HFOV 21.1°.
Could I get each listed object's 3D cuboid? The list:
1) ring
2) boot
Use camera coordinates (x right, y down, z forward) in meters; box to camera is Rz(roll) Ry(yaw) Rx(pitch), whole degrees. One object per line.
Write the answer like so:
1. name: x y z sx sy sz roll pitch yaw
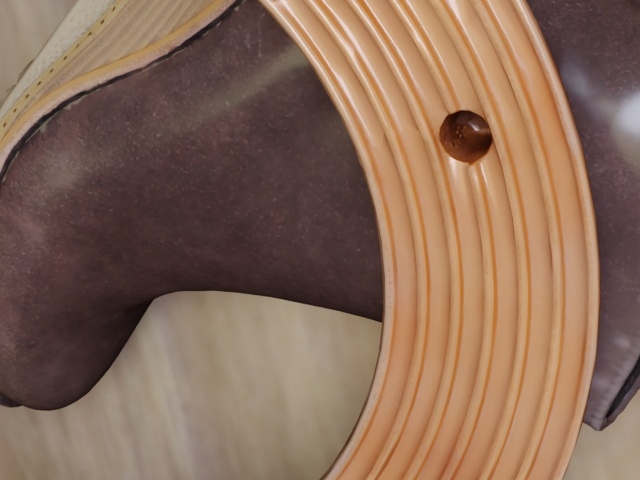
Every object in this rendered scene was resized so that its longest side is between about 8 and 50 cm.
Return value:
1. ring: -0.082 -0.001 0.512 0.337 0.032 0.336 7 113 17
2. boot: 0.000 0.000 0.528 0.207 0.090 0.248 37 115 19
